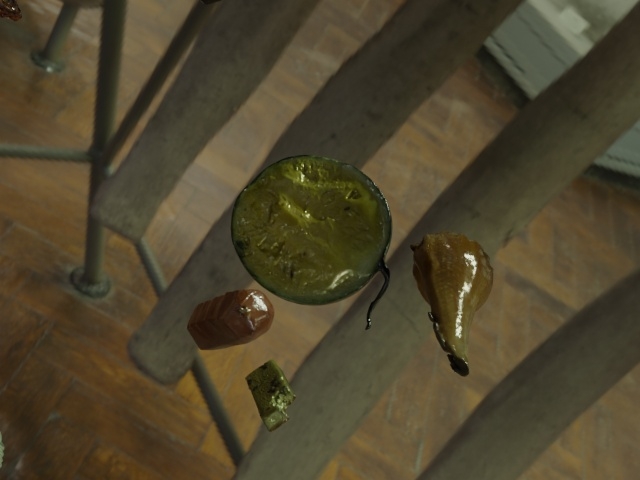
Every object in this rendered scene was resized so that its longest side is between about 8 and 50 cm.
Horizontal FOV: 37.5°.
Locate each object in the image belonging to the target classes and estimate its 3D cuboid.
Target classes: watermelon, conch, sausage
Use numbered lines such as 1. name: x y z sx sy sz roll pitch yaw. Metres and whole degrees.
1. watermelon: -0.006 -0.005 1.298 0.232 0.127 0.204 22 77 3
2. conch: 0.160 0.054 1.090 0.093 0.109 0.330 -12 22 2
3. sausage: -0.100 0.089 1.082 0.065 0.169 0.065 5 77 -25

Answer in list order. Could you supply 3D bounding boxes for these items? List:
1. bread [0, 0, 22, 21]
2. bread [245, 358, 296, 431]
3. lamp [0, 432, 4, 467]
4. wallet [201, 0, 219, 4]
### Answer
1. bread: -0.227 -0.263 0.546 0.095 0.269 0.139 19 56 28
2. bread: -0.107 0.339 2.086 0.049 0.088 0.226 59 -5 -21
3. lamp: -0.577 0.357 1.459 0.193 0.106 0.106 -41 76 -13
4. wallet: -0.137 -0.390 1.126 0.250 0.149 0.044 54 29 -51
